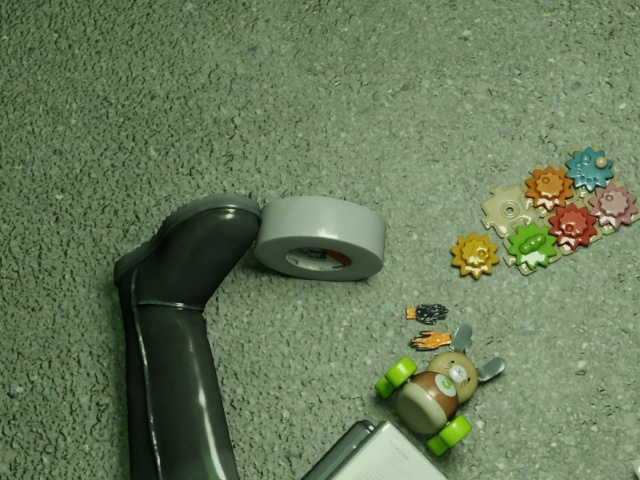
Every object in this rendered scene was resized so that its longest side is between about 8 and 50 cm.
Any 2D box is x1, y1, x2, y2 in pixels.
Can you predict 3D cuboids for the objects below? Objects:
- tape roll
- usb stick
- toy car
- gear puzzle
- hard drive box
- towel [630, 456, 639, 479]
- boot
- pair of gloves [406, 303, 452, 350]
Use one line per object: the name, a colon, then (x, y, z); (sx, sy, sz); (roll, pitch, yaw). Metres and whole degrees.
tape roll: (0.000, 0.000, 1.942); (0.219, 0.219, 0.072); (3, 70, 9)
usb stick: (-0.001, 0.409, 1.879); (0.077, 0.045, 0.278); (42, 79, 18)
toy car: (0.212, 0.226, 1.880); (0.188, 0.149, 0.155); (-40, 81, -21)
gear puzzle: (0.373, -0.043, 2.003); (0.339, 0.044, 0.175); (-26, 68, -3)
hard drive box: (0.085, 0.428, 1.814); (0.232, 0.089, 0.181); (-44, 87, -9)
towel: (0.680, 0.414, 1.770); (0.324, 0.056, 0.312); (-25, 68, 5)
boot: (-0.197, 0.193, 1.856); (0.146, 0.367, 0.445); (11, 59, -34)
pair of gloves: (0.185, 0.147, 1.974); (0.074, 0.010, 0.083); (-7, 66, 6)
